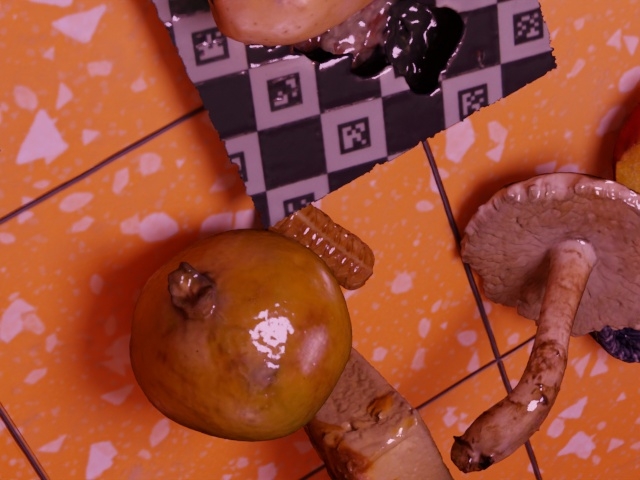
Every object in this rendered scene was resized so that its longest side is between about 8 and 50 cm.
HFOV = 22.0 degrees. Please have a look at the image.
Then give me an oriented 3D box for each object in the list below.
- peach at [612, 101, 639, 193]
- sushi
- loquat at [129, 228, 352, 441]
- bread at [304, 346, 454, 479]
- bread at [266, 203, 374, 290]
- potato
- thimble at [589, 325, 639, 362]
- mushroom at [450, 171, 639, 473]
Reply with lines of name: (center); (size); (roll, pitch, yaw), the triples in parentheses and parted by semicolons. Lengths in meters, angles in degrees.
peach: (0.403, -0.075, 1.739); (0.192, 0.190, 0.190); (2, 120, -52)
sushi: (0.026, -0.221, 1.515); (0.339, 0.069, 0.320); (-30, 124, -7)
loquat: (-0.083, 0.084, 1.547); (0.213, 0.213, 0.246); (-41, 147, 0)
bread: (0.068, 0.250, 1.761); (0.114, 0.185, 0.274); (-36, 132, -10)
bread: (0.000, 0.000, 1.648); (0.052, 0.044, 0.157); (-52, 131, 1)
potato: (-0.013, -0.233, 1.383); (0.178, 0.109, 0.118); (-27, 93, -13)
thimble: (0.356, 0.088, 1.898); (0.095, 0.066, 0.104); (-44, 130, 6)
mushroom: (0.264, 0.087, 1.711); (0.208, 0.233, 0.301); (14, 70, -52)
